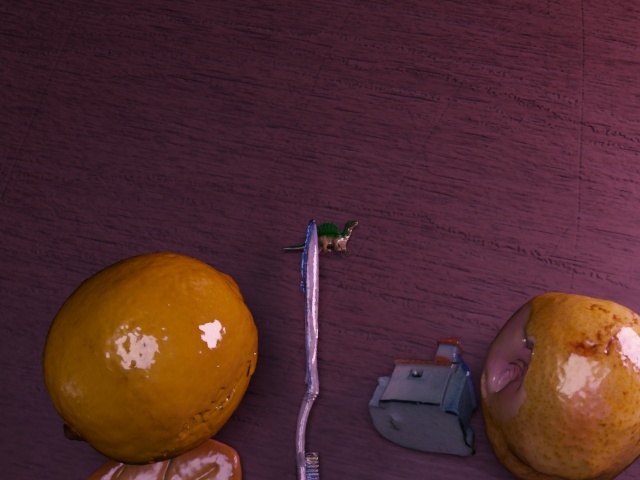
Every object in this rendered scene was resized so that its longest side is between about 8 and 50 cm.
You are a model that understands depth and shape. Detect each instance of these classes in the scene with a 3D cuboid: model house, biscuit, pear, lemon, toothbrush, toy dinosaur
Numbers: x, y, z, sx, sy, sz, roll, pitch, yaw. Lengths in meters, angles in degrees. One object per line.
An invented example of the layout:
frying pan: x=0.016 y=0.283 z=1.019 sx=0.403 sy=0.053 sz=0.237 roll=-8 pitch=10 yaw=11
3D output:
model house: x=0.161 y=0.212 z=1.576 sx=0.148 sy=0.119 sz=0.149 roll=3 pitch=47 yaw=29
biscuit: x=-0.228 y=0.379 z=1.580 sx=0.260 sy=0.041 sz=0.203 roll=-33 pitch=73 yaw=-4
pear: x=0.335 y=0.202 z=1.477 sx=0.271 sy=0.271 sz=0.271 roll=-1 pitch=73 yaw=4
lemon: x=-0.231 y=0.159 z=1.526 sx=0.297 sy=0.297 sz=0.297 roll=-1 pitch=73 yaw=4
toothbrush: x=-0.016 y=0.171 z=1.616 sx=0.042 sy=0.035 sz=0.414 roll=2 pitch=78 yaw=-11
toy dinosaur: x=0.001 y=0.000 z=1.688 sx=0.119 sy=0.029 sz=0.060 roll=-9 pitch=57 yaw=8
